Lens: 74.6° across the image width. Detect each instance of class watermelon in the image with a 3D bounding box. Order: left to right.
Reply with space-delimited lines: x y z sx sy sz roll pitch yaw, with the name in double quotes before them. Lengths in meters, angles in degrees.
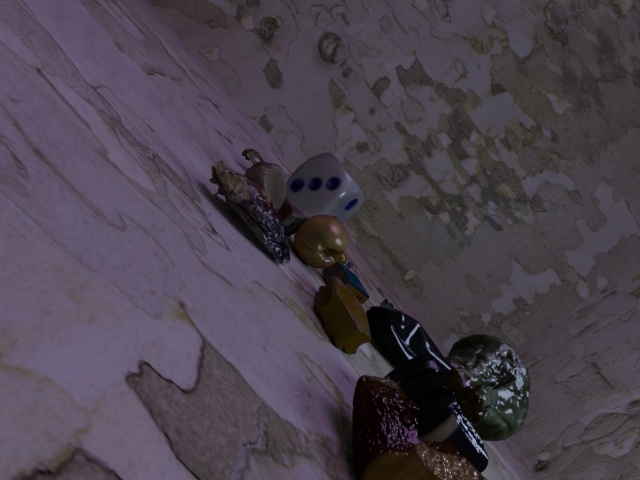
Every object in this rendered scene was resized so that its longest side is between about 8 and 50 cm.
"watermelon" -0.112 -0.084 1.447 0.121 0.098 0.158 41 8 -50

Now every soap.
"soap" 0.062 0.204 1.141 0.160 0.080 0.257 49 8 -7
"soap" 0.336 0.364 1.804 0.150 0.094 0.261 43 -1 45

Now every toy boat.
"toy boat" -0.245 -0.279 1.659 0.064 0.072 0.206 37 -13 39

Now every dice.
"dice" 0.020 -0.224 2.022 0.277 0.304 0.304 53 8 22

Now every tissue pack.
"tissue pack" 0.089 0.157 1.482 0.169 0.082 0.120 41 13 -49

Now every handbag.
"handbag" 0.296 0.365 1.523 0.342 0.152 0.288 49 -8 -13
"handbag" 0.218 0.376 0.895 0.182 0.181 0.254 56 6 -8

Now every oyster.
"oyster" -0.161 -0.069 1.097 0.275 0.100 0.271 47 -7 7

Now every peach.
"peach" 0.000 0.000 1.386 0.184 0.184 0.184 49 8 -10

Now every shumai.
"shumai" 0.571 0.550 1.569 0.323 0.323 0.399 15 72 -46

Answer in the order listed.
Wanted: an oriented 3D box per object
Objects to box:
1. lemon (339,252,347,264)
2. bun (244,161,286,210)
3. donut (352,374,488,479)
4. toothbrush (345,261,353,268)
"lemon" 0.085 0.078 1.892 0.083 0.062 0.062 48 6 31
"bun" -0.187 -0.173 1.344 0.173 0.113 0.167 57 40 -55
"donut" 0.114 0.339 0.664 0.112 0.151 0.295 31 3 -25
"toothbrush" 0.107 0.131 1.868 0.035 0.042 0.413 42 9 7
